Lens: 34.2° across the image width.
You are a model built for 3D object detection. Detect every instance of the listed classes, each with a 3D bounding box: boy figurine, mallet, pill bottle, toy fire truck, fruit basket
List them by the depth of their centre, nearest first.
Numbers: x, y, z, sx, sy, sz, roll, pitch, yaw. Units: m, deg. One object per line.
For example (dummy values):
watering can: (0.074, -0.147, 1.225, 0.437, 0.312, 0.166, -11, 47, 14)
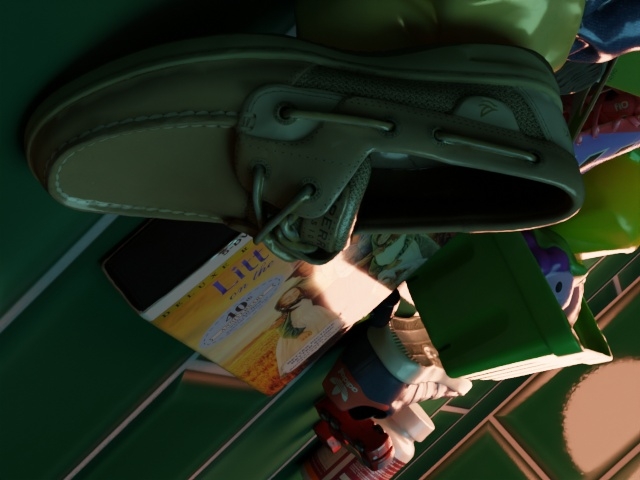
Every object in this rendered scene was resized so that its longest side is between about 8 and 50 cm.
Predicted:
boy figurine: (0.121, -0.153, 0.708, 0.285, 0.092, 0.177, -10, 138, -7)
mallet: (0.022, 0.107, 1.291, 0.189, 0.039, 0.062, -23, 154, -33)
fruit basket: (0.315, 0.013, 1.344, 0.392, 0.283, 0.392, -22, 164, -7)
toy fire truck: (0.049, 0.298, 1.573, 0.047, 0.192, 0.135, -36, 131, -17)
pill bottle: (0.081, 0.357, 1.775, 0.221, 0.121, 0.121, -43, 160, 5)

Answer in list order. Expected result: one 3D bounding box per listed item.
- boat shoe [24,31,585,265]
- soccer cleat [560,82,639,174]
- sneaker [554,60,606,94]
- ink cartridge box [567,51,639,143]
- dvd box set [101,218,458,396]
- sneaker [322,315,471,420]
boat shoe: (-0.006, -0.049, 0.633, 0.341, 0.110, 0.122, -6, 148, -7)
soccer cleat: (0.321, -0.142, 1.111, 0.318, 0.109, 0.116, -22, -178, 8)
sneaker: (0.147, -0.218, 0.814, 0.083, 0.118, 0.222, -22, 139, 25)
ink cartridge box: (0.305, -0.192, 0.938, 0.189, 0.097, 0.255, 103, 8, -57)
dvd box set: (0.000, 0.000, 0.988, 0.307, 0.062, 0.420, -41, 160, -4)
sneaker: (0.106, 0.195, 1.510, 0.148, 0.131, 0.350, -39, 155, 13)
